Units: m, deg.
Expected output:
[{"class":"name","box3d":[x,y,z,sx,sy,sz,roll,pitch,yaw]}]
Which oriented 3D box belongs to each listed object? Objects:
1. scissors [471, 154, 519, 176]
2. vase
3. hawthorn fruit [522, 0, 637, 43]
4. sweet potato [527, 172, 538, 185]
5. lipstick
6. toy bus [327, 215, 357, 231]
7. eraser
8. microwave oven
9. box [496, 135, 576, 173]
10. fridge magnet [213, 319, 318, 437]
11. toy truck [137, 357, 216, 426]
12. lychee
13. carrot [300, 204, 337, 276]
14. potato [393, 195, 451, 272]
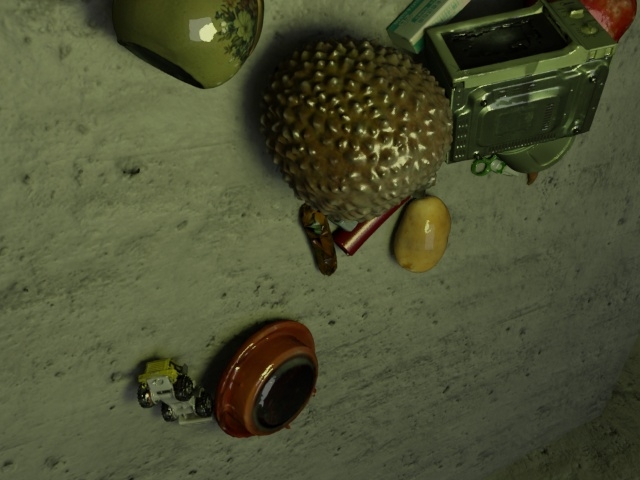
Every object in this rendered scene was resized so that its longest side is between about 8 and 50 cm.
[{"class":"scissors","box3d":[0.542,-0.226,1.814,0.204,0.027,0.101,15,111,-39]},{"class":"vase","box3d":[-0.191,-0.425,1.058,0.302,0.240,0.329,-64,161,0]},{"class":"hawthorn fruit","box3d":[0.638,-0.569,1.491,0.284,0.284,0.284,-18,128,-24]},{"class":"sweet potato","box3d":[0.690,-0.265,1.875,0.068,0.068,0.226,-21,148,-22]},{"class":"lipstick","box3d":[0.137,-0.064,1.605,0.241,0.080,0.080,-44,134,-1]},{"class":"toy bus","box3d":[0.101,-0.111,1.550,0.064,0.075,0.191,30,99,-44]},{"class":"eraser","box3d":[0.262,-0.532,1.360,0.225,0.095,0.052,-46,135,0]},{"class":"microwave oven","box3d":[0.434,-0.347,1.344,0.354,0.219,0.286,-13,141,-2]},{"class":"box","box3d":[0.561,-0.315,1.627,0.149,0.226,0.226,24,104,-43]},{"class":"fridge magnet","box3d":[-0.139,0.392,1.654,0.363,0.155,0.364,-28,131,-37]},{"class":"toy truck","box3d":[-0.364,0.400,1.545,0.136,0.111,0.286,-11,142,10]},{"class":"lychee","box3d":[0.077,-0.228,1.255,0.432,0.380,0.380,34,98,-18]},{"class":"carrot","box3d":[0.000,-0.001,1.567,0.069,0.069,0.229,-30,133,-14]},{"class":"potato","box3d":[0.300,-0.016,1.721,0.150,0.146,0.234,-29,140,-58]}]
